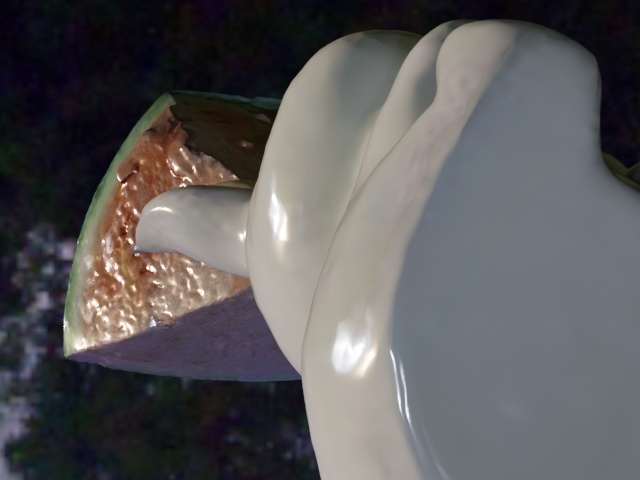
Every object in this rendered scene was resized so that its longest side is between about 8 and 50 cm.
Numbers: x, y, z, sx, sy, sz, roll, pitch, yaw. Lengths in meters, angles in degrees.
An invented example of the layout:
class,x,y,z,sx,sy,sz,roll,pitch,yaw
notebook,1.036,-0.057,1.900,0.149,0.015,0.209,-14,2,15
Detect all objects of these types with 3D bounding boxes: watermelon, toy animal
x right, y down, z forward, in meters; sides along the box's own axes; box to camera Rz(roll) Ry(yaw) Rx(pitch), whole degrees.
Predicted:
class,x,y,z,sx,sy,sz,roll,pitch,yaw
watermelon,-0.016,-0.019,1.319,0.292,0.222,0.319,8,155,-39
toy animal,0.039,0.031,0.708,0.196,0.241,0.367,35,180,-19
